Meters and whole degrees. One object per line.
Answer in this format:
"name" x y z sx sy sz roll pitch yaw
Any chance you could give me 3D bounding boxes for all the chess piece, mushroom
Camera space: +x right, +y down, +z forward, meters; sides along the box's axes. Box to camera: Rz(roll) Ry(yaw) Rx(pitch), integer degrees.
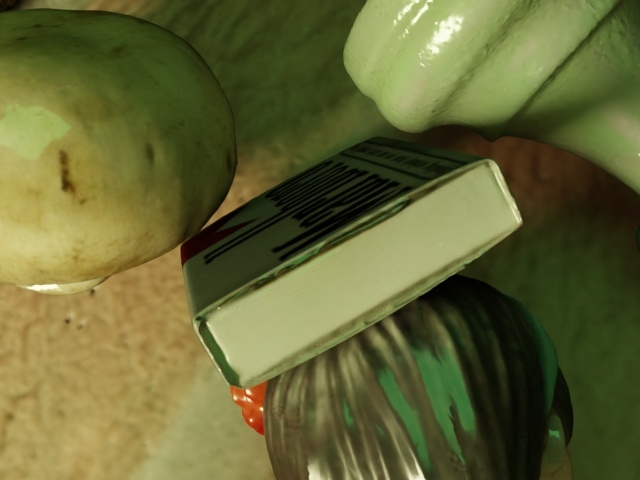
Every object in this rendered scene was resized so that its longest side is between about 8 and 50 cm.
"chess piece" 0.149 -0.036 0.425 0.271 0.139 0.139 42 75 5
"mushroom" -0.118 -0.040 0.481 0.166 0.127 0.166 -2 34 2

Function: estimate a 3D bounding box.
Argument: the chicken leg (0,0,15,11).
"chicken leg" -0.211 -0.140 0.589 0.085 0.069 0.198 16 73 20

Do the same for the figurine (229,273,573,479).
"figurine" 0.041 0.130 0.374 0.137 0.110 0.246 -21 66 18

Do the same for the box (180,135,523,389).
"box" 0.000 0.000 0.417 0.115 0.177 0.036 -30 101 -4
